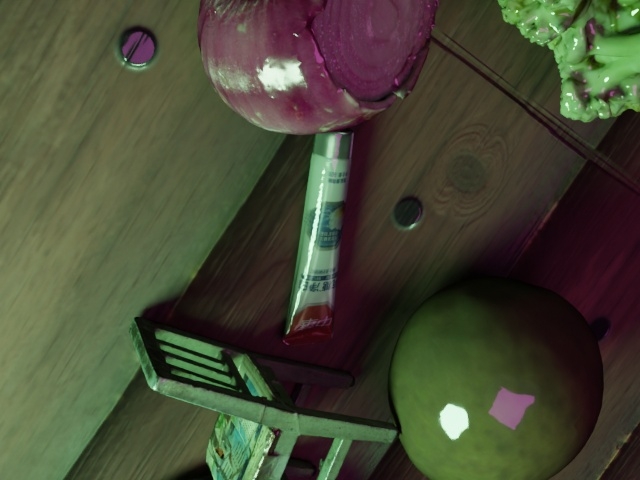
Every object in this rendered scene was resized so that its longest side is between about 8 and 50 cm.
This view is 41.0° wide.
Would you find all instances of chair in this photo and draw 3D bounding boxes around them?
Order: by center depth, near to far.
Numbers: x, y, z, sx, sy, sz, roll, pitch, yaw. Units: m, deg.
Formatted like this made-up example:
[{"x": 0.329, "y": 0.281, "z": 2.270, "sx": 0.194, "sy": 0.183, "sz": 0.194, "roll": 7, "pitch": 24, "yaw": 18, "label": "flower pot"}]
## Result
[{"x": -0.078, "y": 0.197, "z": 0.866, "sx": 0.270, "sy": 0.136, "sz": 0.147, "roll": 17, "pitch": 103, "yaw": -28, "label": "chair"}]

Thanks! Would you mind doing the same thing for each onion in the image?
[{"x": -0.013, "y": -0.186, "z": 0.709, "sx": 0.201, "sy": 0.200, "sz": 0.207, "roll": 4, "pitch": 86, "yaw": -23, "label": "onion"}]

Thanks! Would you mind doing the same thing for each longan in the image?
[{"x": 0.189, "y": 0.156, "z": 0.912, "sx": 0.248, "sy": 0.248, "sz": 0.248, "roll": -8, "pitch": 113, "yaw": -18, "label": "longan"}]

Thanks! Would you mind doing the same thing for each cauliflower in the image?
[{"x": 0.316, "y": -0.253, "z": 0.767, "sx": 0.260, "sy": 0.281, "sz": 0.327, "roll": -17, "pitch": 129, "yaw": -46, "label": "cauliflower"}]

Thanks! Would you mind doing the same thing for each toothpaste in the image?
[{"x": 0.000, "y": 0.000, "z": 0.875, "sx": 0.062, "sy": 0.039, "sz": 0.239, "roll": -4, "pitch": 115, "yaw": -27, "label": "toothpaste"}]

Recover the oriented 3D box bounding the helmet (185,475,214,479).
[{"x": -0.125, "y": 0.402, "z": 0.921, "sx": 0.230, "sy": 0.160, "sz": 0.279, "roll": 17, "pitch": 103, "yaw": -28, "label": "helmet"}]
